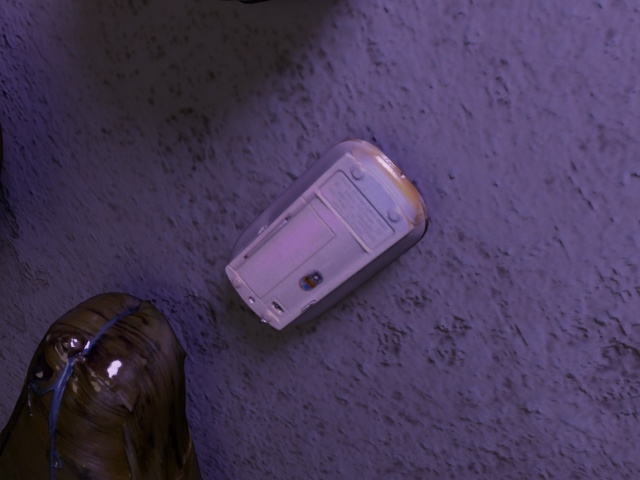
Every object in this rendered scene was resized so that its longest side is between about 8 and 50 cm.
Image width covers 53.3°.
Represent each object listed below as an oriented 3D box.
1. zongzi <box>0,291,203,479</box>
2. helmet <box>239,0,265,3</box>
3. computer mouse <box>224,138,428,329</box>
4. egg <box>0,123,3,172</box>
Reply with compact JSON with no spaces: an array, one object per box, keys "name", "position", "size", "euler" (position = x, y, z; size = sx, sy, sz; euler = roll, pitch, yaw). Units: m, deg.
[{"name":"zongzi","position":[-0.166,0.253,0.666],"size":[0.360,0.160,0.323],"euler":[41,128,6]},{"name":"helmet","position":[-0.075,-0.240,0.374],"size":[0.254,0.154,0.198],"euler":[10,120,19]},{"name":"computer mouse","position":[0.001,-0.001,0.515],"size":[0.102,0.045,0.199],"euler":[48,127,-1]},{"name":"egg","position":[-0.450,-0.078,0.580],"size":[0.282,0.282,0.351],"euler":[49,128,-1]}]
